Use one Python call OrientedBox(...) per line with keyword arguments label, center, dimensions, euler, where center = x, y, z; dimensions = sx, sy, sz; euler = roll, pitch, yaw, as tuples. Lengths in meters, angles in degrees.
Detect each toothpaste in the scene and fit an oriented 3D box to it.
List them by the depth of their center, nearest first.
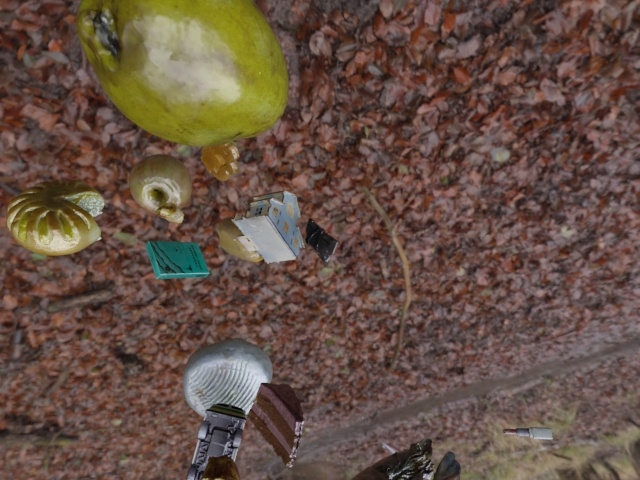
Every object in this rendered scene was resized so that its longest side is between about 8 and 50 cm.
OrientedBox(label="toothpaste", center=(0.314, 0.798, 1.540), dimensions=(0.195, 0.042, 0.067), euler=(23, 147, 25))

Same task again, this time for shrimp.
OrientedBox(label="shrimp", center=(0.167, 0.420, 0.757), dimensions=(0.290, 0.075, 0.178), euler=(9, 158, -43))

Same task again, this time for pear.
OrientedBox(label="pear", center=(-0.250, -0.357, 0.843), dimensions=(0.352, 0.351, 0.413), euler=(-29, 159, 22))

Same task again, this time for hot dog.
OrientedBox(label="hot dog", center=(-0.558, -0.107, 1.565), dimensions=(0.078, 0.061, 0.169), euler=(5, 172, 1))

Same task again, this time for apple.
OrientedBox(label="apple", center=(-0.683, -0.245, 1.821), dimensions=(0.257, 0.233, 0.256), euler=(-4, 122, -6))

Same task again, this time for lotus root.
OrientedBox(label="lotus root", center=(-0.300, -0.002, 1.741), dimensions=(0.152, 0.343, 0.169), euler=(-26, 123, -42))

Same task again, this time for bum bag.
OrientedBox(label="bum bag", center=(0.000, 0.000, 1.355), dimensions=(0.049, 0.198, 0.087), euler=(11, 110, -34))

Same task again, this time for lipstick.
OrientedBox(label="lipstick", center=(0.494, 0.461, 1.014), dimensions=(0.107, 0.025, 0.025), euler=(-4, 157, 13))

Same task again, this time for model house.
OrientedBox(label="model house", center=(-0.168, -0.073, 1.422), dimensions=(0.178, 0.206, 0.271), euler=(-9, 139, 25))

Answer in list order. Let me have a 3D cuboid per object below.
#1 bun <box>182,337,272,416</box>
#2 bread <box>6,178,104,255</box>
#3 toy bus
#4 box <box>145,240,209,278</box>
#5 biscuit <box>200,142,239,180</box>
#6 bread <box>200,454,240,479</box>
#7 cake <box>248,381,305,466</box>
OrientedBox(label="bun", center=(-0.367, 0.530, 1.659), dimensions=(0.355, 0.194, 0.353), euler=(-3, 107, -8))
OrientedBox(label="bread", center=(-0.948, -0.101, 1.521), dimensions=(0.334, 0.332, 0.160), euler=(7, 136, -23))
OrientedBox(label="toy bus", center=(-0.355, 0.724, 1.442), dimensions=(0.143, 0.305, 0.179), euler=(14, 174, -5))
OrientedBox(label="box", center=(-0.574, 0.077, 1.705), dimensions=(0.042, 0.160, 0.227), euler=(-43, 154, 29))
OrientedBox(label="biscuit", center=(-0.355, -0.297, 1.489), dimensions=(0.035, 0.184, 0.249), euler=(-39, 178, -32))
OrientedBox(label="bread", center=(-0.276, 0.686, 1.174), dimensions=(0.103, 0.131, 0.172), euler=(-11, 171, -9))
OrientedBox(label="cake", center=(-0.104, 0.442, 1.050), dimensions=(0.113, 0.115, 0.295), euler=(14, 175, -17))
